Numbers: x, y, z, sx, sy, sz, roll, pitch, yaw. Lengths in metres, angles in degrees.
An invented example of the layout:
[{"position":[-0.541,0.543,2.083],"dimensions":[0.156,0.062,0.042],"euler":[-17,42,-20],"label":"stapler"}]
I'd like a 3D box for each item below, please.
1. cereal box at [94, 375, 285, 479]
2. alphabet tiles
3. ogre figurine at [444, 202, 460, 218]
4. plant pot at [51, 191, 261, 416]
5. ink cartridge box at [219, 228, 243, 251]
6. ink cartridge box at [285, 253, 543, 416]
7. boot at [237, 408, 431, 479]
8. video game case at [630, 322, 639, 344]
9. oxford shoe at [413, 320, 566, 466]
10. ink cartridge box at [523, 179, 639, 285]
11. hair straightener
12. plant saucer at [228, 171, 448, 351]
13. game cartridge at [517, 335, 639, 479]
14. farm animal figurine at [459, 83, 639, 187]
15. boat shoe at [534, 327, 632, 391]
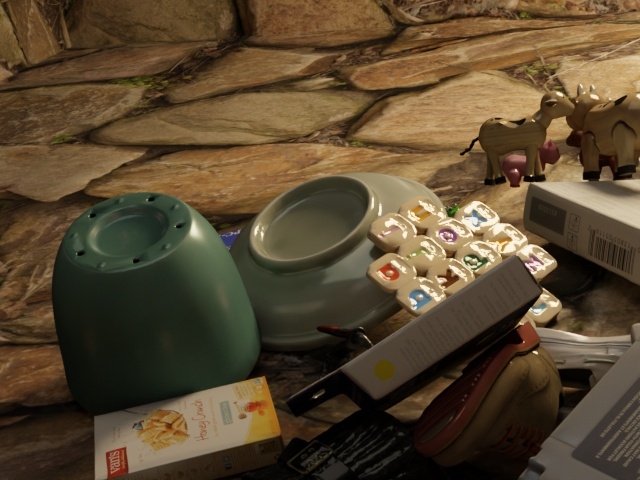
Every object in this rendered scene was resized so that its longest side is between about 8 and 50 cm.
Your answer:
[{"position":[-0.174,0.258,1.598],"dimensions":[0.240,0.047,0.173],"euler":[-13,22,-6],"label":"cereal box"},{"position":[0.210,0.044,1.798],"dimensions":[0.284,0.021,0.278],"euler":[40,46,21],"label":"alphabet tiles"},{"position":[0.144,0.000,2.018],"dimensions":[0.197,0.097,0.118],"euler":[4,33,47],"label":"ogre figurine"},{"position":[-0.246,0.075,1.737],"dimensions":[0.293,0.235,0.293],"euler":[-6,38,4],"label":"plant pot"},{"position":[-0.223,0.038,2.160],"dimensions":[0.207,0.046,0.097],"euler":[-14,24,-9],"label":"ink cartridge box"},{"position":[0.109,0.146,1.481],"dimensions":[0.307,0.072,0.303],"euler":[-34,-10,-5],"label":"ink cartridge box"},{"position":[0.016,0.302,1.295],"dimensions":[0.260,0.131,0.348],"euler":[-18,23,-19],"label":"boot"},{"position":[0.536,0.186,1.376],"dimensions":[0.329,0.036,0.300],"euler":[-6,38,9],"label":"video game case"},{"position":[0.215,0.194,1.405],"dimensions":[0.123,0.130,0.348],"euler":[-41,-7,29],"label":"oxford shoe"},{"position":[0.568,-0.022,1.957],"dimensions":[0.385,0.091,0.308],"euler":[-1,16,-26],"label":"ink cartridge box"},{"position":[0.031,0.162,1.670],"dimensions":[0.047,0.089,0.230],"euler":[18,-8,-16],"label":"hair straightener"},{"position":[0.000,0.000,1.931],"dimensions":[0.400,0.100,0.400],"euler":[-18,35,13],"label":"plant saucer"},{"position":[0.379,0.210,1.325],"dimensions":[0.198,0.062,0.297],"euler":[26,53,37],"label":"game cartridge"},{"position":[0.456,-0.187,2.080],"dimensions":[0.330,0.172,0.326],"euler":[-2,-1,-40],"label":"farm animal figurine"},{"position":[0.362,0.169,1.566],"dimensions":[0.226,0.083,0.076],"euler":[3,53,28],"label":"boat shoe"}]
